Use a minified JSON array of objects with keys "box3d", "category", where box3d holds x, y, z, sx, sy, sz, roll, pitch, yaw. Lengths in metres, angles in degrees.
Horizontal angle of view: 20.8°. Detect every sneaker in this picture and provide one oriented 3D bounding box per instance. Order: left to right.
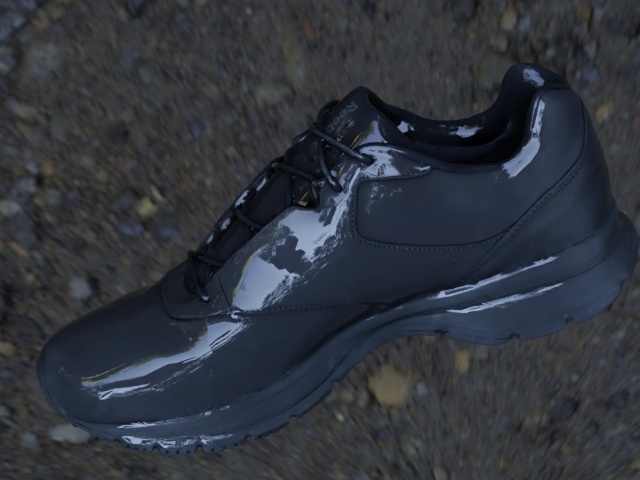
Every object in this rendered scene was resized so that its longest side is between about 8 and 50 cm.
[{"box3d":[0.000,0.000,0.804,0.286,0.130,0.109,-21,33,-6],"category":"sneaker"}]
